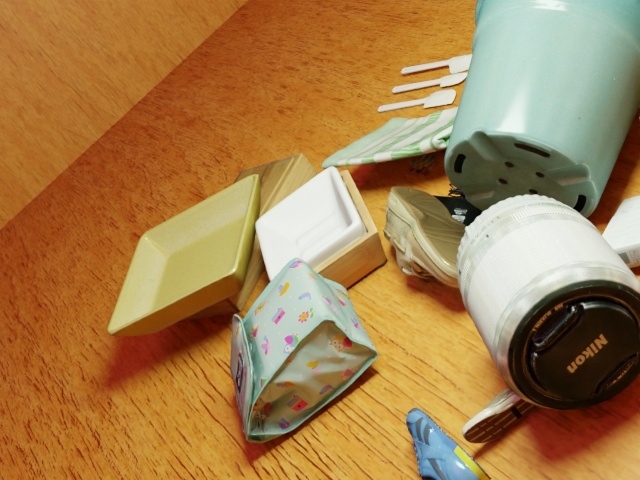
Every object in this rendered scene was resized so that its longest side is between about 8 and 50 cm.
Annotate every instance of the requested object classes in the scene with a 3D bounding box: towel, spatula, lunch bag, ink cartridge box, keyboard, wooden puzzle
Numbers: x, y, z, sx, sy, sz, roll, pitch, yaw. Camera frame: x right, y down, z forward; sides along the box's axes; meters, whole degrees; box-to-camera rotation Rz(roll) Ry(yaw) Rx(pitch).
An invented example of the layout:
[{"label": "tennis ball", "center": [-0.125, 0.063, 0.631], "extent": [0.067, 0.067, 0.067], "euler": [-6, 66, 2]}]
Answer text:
[{"label": "towel", "center": [0.189, -0.214, 2.265], "extent": [0.248, 0.038, 0.325], "euler": [-32, 18, -37]}, {"label": "spatula", "center": [0.241, -0.348, 2.512], "extent": [0.242, 0.019, 0.168], "euler": [-3, 51, 51]}, {"label": "lunch bag", "center": [-0.058, 0.195, 1.935], "extent": [0.262, 0.160, 0.223], "euler": [-46, 29, 13]}, {"label": "ink cartridge box", "center": [0.502, -0.022, 1.702], "extent": [0.145, 0.045, 0.179], "euler": [-16, 17, 39]}, {"label": "keyboard", "center": [0.264, -0.048, 2.037], "extent": [0.192, 0.038, 0.100], "euler": [12, 80, 55]}, {"label": "wooden puzzle", "center": [0.204, -0.153, 2.277], "extent": [0.049, 0.006, 0.083], "euler": [-48, 28, -14]}]

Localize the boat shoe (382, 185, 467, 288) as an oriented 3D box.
[{"label": "boat shoe", "center": [0.192, 0.014, 1.957], "extent": [0.341, 0.122, 0.110], "euler": [-116, 40, -65]}]

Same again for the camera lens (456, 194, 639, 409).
[{"label": "camera lens", "center": [0.318, 0.083, 1.561], "extent": [0.219, 0.219, 0.274], "euler": [-35, 28, 9]}]

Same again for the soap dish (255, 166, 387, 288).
[{"label": "soap dish", "center": [0.000, 0.000, 2.185], "extent": [0.229, 0.118, 0.291], "euler": [-36, 27, 8]}]

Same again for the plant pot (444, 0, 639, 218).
[{"label": "plant pot", "center": [0.373, -0.223, 1.863], "extent": [0.341, 0.341, 0.334], "euler": [-9, 49, 45]}]

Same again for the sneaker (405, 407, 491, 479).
[{"label": "sneaker", "center": [0.157, 0.306, 1.595], "extent": [0.082, 0.069, 0.209], "euler": [-45, 28, -2]}]

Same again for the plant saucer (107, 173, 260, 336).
[{"label": "plant saucer", "center": [-0.256, 0.047, 2.319], "extent": [0.333, 0.081, 0.332], "euler": [-27, 30, 25]}]

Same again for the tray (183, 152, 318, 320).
[{"label": "tray", "center": [-0.175, -0.011, 2.468], "extent": [0.203, 0.076, 0.411], "euler": [-12, 38, 42]}]

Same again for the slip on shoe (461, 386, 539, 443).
[{"label": "slip on shoe", "center": [0.256, 0.236, 1.593], "extent": [0.135, 0.051, 0.041], "euler": [-36, 33, 2]}]
